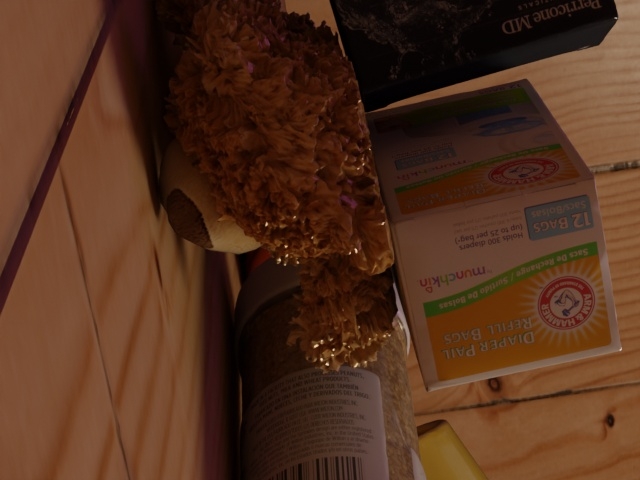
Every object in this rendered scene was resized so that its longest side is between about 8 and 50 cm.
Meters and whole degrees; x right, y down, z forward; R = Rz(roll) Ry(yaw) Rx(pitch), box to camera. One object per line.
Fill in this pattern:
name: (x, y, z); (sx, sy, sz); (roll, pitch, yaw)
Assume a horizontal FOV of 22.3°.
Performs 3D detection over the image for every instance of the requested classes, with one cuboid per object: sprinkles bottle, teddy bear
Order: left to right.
teddy bear: (-0.029, -0.050, 0.934); (0.338, 0.113, 0.245); (-101, 176, -67)
sprinkles bottle: (0.007, 0.150, 1.004); (0.355, 0.121, 0.121); (-95, 176, -54)

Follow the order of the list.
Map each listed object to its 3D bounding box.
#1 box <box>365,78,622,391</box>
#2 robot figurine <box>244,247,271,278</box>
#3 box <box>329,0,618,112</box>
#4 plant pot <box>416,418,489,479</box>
box: (0.093, -0.009, 0.941); (0.203, 0.114, 0.103); (-98, 176, -69)
robot figurine: (0.002, 0.001, 1.312); (0.219, 0.128, 0.158); (-96, 176, -49)
box: (0.077, -0.175, 0.961); (0.093, 0.156, 0.158); (48, 26, -87)
plant pot: (0.111, 0.334, 1.757); (0.254, 0.254, 0.239); (31, 35, -87)
